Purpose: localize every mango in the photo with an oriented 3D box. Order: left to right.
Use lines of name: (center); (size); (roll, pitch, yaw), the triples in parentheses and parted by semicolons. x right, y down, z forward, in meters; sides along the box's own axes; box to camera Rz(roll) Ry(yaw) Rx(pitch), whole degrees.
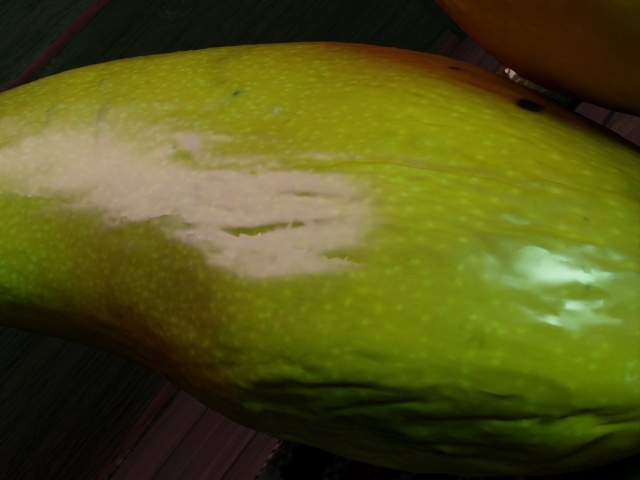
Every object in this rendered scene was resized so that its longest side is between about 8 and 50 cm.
mango: (0.000, -0.002, 0.727); (0.187, 0.359, 0.144); (-39, -45, -46)

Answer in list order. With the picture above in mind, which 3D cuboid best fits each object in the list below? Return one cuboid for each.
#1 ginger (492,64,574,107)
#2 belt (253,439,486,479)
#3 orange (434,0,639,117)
ginger: (0.163, -0.111, 1.552); (0.190, 0.069, 0.095); (-48, -1, 15)
belt: (-0.020, 0.160, 0.753); (0.359, 0.094, 0.126); (-51, -6, -45)
orange: (0.158, -0.190, 0.686); (0.312, 0.312, 0.312); (-48, 4, 5)
